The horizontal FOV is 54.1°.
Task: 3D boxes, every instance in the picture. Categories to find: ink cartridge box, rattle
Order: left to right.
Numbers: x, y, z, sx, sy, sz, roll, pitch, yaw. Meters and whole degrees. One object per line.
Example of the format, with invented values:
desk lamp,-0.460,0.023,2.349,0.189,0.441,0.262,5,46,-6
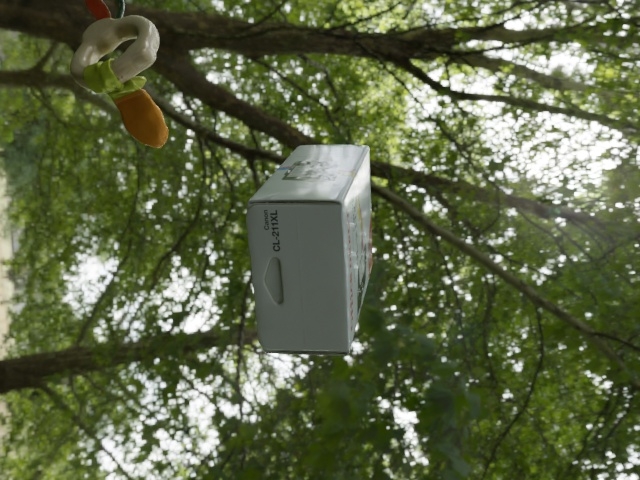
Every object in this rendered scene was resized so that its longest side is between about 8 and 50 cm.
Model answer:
rattle,-0.263,-0.247,0.870,0.130,0.142,0.200,-45,-135,10
ink cartridge box,0.000,0.000,0.535,0.175,0.072,0.128,-65,154,-66
